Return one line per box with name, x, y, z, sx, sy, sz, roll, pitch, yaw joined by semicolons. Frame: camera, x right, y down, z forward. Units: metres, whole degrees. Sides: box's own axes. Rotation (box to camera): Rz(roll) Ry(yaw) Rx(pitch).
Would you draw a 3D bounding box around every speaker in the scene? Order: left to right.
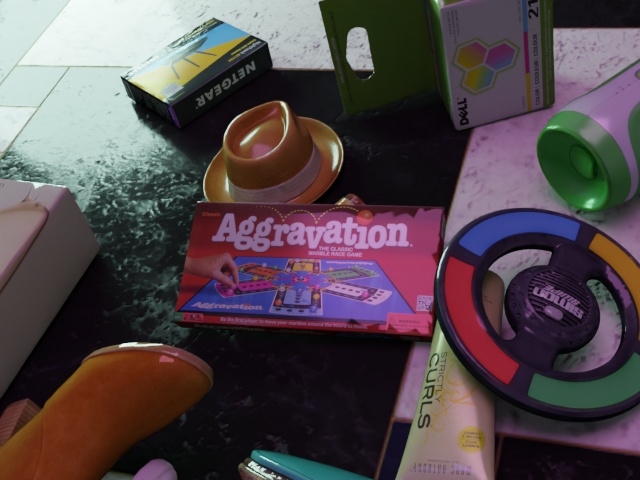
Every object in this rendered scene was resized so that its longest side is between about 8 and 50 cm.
speaker;0.384;-0.151;1.016;0.297;0.131;0.131;-33;47;-18

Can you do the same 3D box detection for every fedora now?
fedora;-0.065;-0.112;1.134;0.194;0.079;0.194;-8;44;7

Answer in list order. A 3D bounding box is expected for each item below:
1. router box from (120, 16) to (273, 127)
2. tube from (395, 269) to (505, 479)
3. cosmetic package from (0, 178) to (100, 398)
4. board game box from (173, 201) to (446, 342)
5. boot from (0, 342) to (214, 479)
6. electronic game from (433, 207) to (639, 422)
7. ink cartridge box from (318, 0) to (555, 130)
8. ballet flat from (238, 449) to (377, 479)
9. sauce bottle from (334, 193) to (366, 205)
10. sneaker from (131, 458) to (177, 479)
router box;-0.178;-0.247;1.322;0.179;0.046;0.133;-39;49;-23
tube;0.131;0.133;0.853;0.062;0.070;0.240;28;52;-14
cosmetic package;-0.398;0.075;1.015;0.160;0.113;0.309;6;49;21
board game box;-0.012;0.030;0.979;0.281;0.027;0.145;1;66;16
boot;-0.224;0.217;0.790;0.295;0.104;0.211;-24;36;32
electronic game;0.218;0.063;0.857;0.229;0.048;0.229;6;54;-9
ink cartridge box;0.146;-0.228;1.116;0.255;0.188;0.097;-16;46;1
ballet flat;0.080;0.252;0.719;0.349;0.123;0.123;7;48;24
sauce bottle;0.000;0.000;1.029;0.128;0.042;0.042;-42;50;-16
sneaker;-0.153;0.289;0.774;0.094;0.080;0.212;19;47;5
